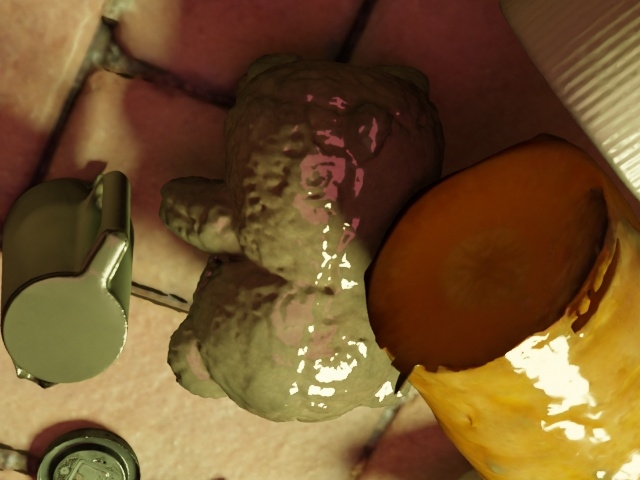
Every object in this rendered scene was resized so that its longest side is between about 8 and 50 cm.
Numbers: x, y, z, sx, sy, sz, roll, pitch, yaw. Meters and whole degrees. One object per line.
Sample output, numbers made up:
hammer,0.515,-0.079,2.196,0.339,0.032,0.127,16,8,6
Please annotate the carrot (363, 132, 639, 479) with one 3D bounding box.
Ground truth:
carrot,0.185,0.091,1.240,0.224,0.224,0.341,-36,131,12

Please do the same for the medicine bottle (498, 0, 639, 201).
medicine bottle,0.325,-0.201,1.170,0.384,0.224,0.224,-37,115,12

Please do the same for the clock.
clock,-0.186,0.189,1.425,0.085,0.017,0.085,-3,117,-5

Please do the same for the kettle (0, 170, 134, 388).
kettle,-0.171,0.023,1.269,0.127,0.148,0.098,-28,115,7

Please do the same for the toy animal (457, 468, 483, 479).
toy animal,0.214,0.287,1.447,0.308,0.188,0.266,-29,85,-3

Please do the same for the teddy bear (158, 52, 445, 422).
teddy bear,0.000,-0.001,1.275,0.236,0.151,0.267,6,115,-7
